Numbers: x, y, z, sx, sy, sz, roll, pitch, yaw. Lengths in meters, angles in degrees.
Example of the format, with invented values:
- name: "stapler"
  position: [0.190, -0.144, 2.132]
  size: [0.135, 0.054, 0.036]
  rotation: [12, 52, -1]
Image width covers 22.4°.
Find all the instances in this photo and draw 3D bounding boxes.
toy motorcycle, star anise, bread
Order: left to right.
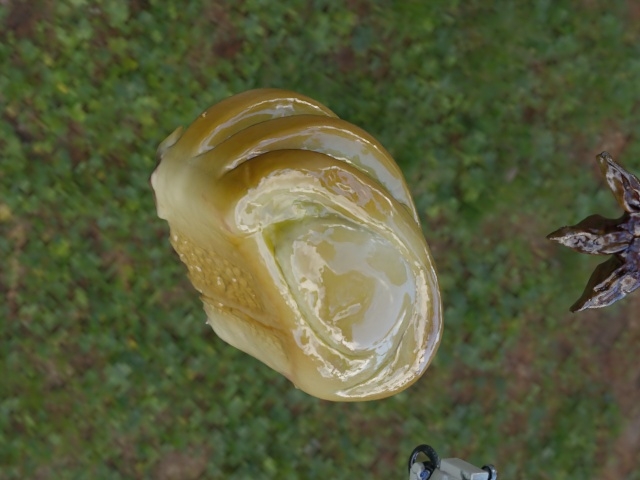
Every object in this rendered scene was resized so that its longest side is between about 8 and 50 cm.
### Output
- name: "bread"
  position: [0.000, 0.000, 1.599]
  size: [0.211, 0.270, 0.316]
  rotation: [-41, 127, -21]
- name: "toy motorcycle"
  position: [0.178, 0.357, 2.073]
  size: [0.102, 0.221, 0.150]
  rotation: [4, 99, -38]
- name: "star anise"
  position: [0.394, -0.009, 1.824]
  size: [0.288, 0.088, 0.288]
  rotation: [-8, 120, -14]
